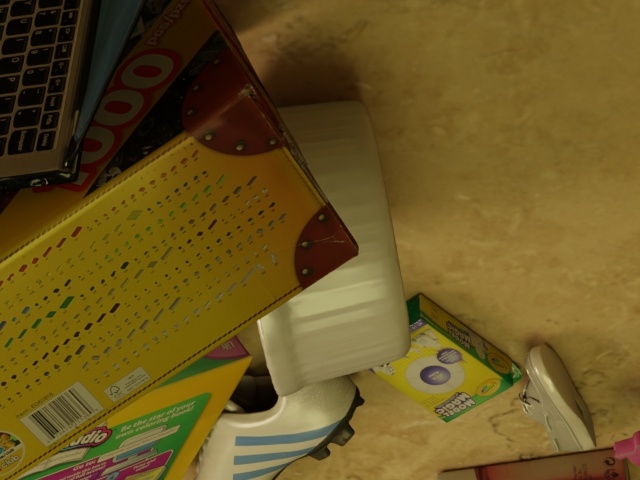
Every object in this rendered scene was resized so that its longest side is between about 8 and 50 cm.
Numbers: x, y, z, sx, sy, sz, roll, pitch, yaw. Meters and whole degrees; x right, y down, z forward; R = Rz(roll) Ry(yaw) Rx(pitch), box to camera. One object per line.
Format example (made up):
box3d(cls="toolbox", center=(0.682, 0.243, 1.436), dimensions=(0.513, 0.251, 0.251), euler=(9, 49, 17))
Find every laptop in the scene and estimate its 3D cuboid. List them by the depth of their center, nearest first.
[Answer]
box3d(cls="laptop", center=(-0.246, -0.247, 1.263), dimensions=(0.408, 0.382, 0.236), euler=(-7, 134, 8))

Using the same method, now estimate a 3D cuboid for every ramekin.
box3d(cls="ramekin", center=(0.000, 0.000, 1.597), dimensions=(0.135, 0.277, 0.277), euler=(-10, 135, 1))

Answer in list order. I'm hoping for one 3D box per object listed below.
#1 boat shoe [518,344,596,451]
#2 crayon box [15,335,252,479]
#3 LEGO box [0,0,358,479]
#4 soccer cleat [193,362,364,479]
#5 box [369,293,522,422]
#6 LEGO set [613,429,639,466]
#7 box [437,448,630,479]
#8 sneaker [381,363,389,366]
box3d(cls="boat shoe", center=(0.259, 0.184, 1.928), dimensions=(0.063, 0.066, 0.184), euler=(-18, 142, 17))
box3d(cls="crayon box", center=(-0.288, 0.229, 1.816), dimensions=(0.363, 0.106, 0.313), euler=(-17, 149, -40))
box3d(cls="LEGO box", center=(-0.268, -0.014, 1.400), dimensions=(0.500, 0.372, 0.193), euler=(-34, 129, 2))
box3d(cls="soccer cleat", center=(-0.090, 0.229, 1.956), dimensions=(0.143, 0.116, 0.331), euler=(38, 124, -12))
box3d(cls="box", center=(0.134, 0.140, 1.894), dimensions=(0.179, 0.043, 0.105), euler=(34, 128, -31))
box3d(cls="LEGO set", center=(0.397, 0.250, 1.975), dimensions=(0.093, 0.087, 0.227), euler=(-20, 138, 24))
box3d(cls="box", center=(0.267, 0.355, 2.050), dimensions=(0.232, 0.127, 0.148), euler=(-9, 135, 10))
box3d(cls="sneaker", center=(-0.015, 0.084, 1.811), dimensions=(0.190, 0.071, 0.083), euler=(42, 136, -17))
